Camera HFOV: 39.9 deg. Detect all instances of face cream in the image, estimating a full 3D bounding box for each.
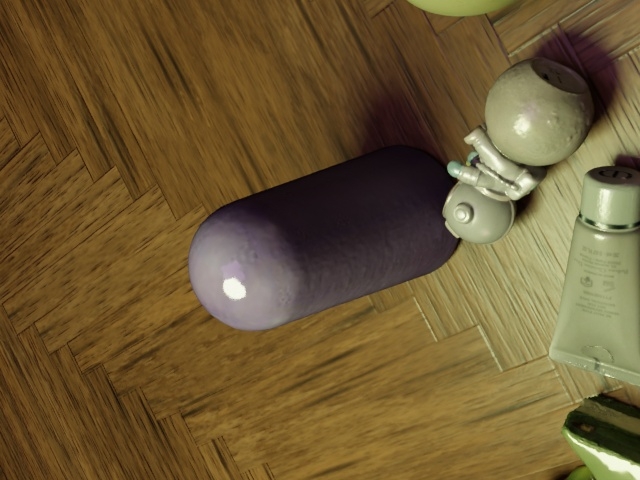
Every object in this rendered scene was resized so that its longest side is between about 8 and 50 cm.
[{"bbox_3d":[0.391,0.055,1.213,0.143,0.089,0.315,14,120,31],"label":"face cream"}]

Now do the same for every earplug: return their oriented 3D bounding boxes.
[{"bbox_3d":[0.000,0.000,1.243,0.215,0.455,0.215,12,109,36],"label":"earplug"}]

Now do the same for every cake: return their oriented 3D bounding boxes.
[{"bbox_3d":[0.483,0.298,1.176,0.284,0.158,0.172,51,126,16],"label":"cake"}]

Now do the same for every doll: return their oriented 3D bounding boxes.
[{"bbox_3d":[0.261,-0.109,1.222,0.151,0.151,0.287,40,127,20],"label":"doll"}]

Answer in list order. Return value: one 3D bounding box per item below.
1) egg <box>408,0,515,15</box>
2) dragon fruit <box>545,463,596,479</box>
[{"bbox_3d":[0.194,-0.387,1.151,0.241,0.186,0.186,-13,96,39],"label":"egg"},{"bbox_3d":[0.372,0.440,1.258,0.224,0.227,0.224,5,101,28],"label":"dragon fruit"}]
